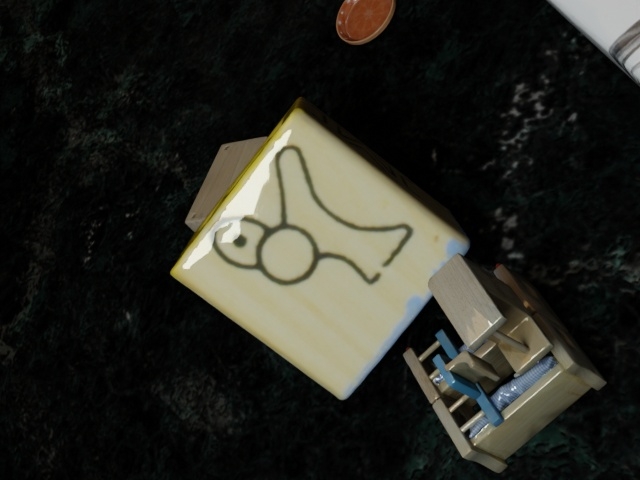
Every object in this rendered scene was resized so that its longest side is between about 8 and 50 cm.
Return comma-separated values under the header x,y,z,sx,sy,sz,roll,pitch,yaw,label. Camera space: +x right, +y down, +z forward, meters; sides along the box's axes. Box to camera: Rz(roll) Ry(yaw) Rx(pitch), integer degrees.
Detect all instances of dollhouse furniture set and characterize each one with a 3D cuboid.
x,y,z,sx,sy,sz,roll,pitch,yaw,label
0.124,0.091,0.947,0.129,0.183,0.129,-44,47,15,dollhouse furniture set

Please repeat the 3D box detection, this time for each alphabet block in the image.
x,y,z,sx,sy,sz,roll,pitch,yaw,label
0.000,0.000,1.043,0.192,0.197,0.193,-51,6,7,alphabet block

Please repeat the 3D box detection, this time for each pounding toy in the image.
x,y,z,sx,sy,sz,roll,pitch,yaw,label
-0.077,-0.017,1.231,0.100,0.141,0.130,-5,51,39,pounding toy

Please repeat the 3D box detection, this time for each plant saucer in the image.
x,y,z,sx,sy,sz,roll,pitch,yaw,label
0.055,-0.269,1.313,0.083,0.013,0.083,-19,58,33,plant saucer

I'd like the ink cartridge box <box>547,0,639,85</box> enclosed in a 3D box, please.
x,y,z,sx,sy,sz,roll,pitch,yaw,label
0.366,-0.195,0.815,0.285,0.166,0.395,-49,62,17,ink cartridge box
